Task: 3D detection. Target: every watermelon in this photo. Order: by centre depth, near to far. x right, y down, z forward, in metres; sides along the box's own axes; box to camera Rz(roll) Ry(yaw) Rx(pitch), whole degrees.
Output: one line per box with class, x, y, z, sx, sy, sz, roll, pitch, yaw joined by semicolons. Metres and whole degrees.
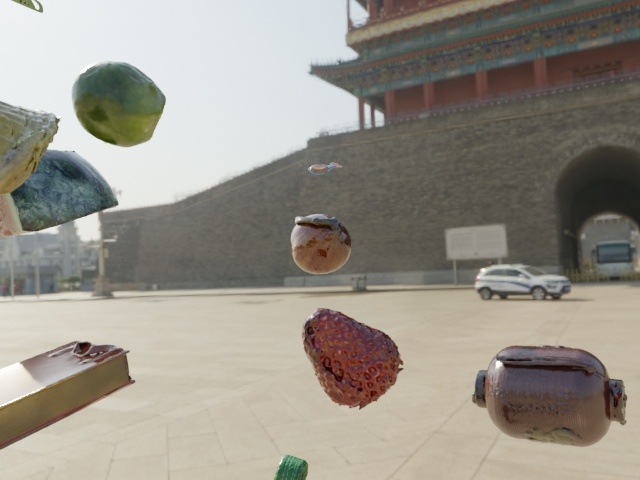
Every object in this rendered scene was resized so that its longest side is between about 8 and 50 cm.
watermelon;-0.538;-0.092;1.043;0.226;0.148;0.318;-20;8;2

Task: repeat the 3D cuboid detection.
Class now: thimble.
thimble;-0.097;0.760;1.708;0.090;0.129;0.118;11;-14;13

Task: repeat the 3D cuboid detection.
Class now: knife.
knife;-0.621;-0.487;1.022;0.014;0.030;0.207;19;5;23

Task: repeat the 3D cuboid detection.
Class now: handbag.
handbag;-0.337;0.177;0.639;0.127;0.062;0.190;0;11;36

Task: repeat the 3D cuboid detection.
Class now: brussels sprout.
brussels sprout;-0.389;-0.267;1.032;0.162;0.143;0.180;25;32;-10

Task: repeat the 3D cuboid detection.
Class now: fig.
fig;0.001;0.001;1.623;0.206;0.205;0.205;-3;-3;0

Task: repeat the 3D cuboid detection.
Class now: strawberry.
strawberry;0.058;0.261;1.238;0.205;0.244;0.205;-41;8;7

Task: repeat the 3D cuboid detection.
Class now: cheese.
cheese;0.011;-0.192;1.414;0.111;0.017;0.047;-21;43;-42

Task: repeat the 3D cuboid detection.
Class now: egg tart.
egg tart;-0.475;-0.112;0.728;0.232;0.252;0.098;10;-34;47

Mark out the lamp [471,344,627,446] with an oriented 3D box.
lamp;0.399;0.269;0.953;0.258;0.179;0.180;-3;-3;31
